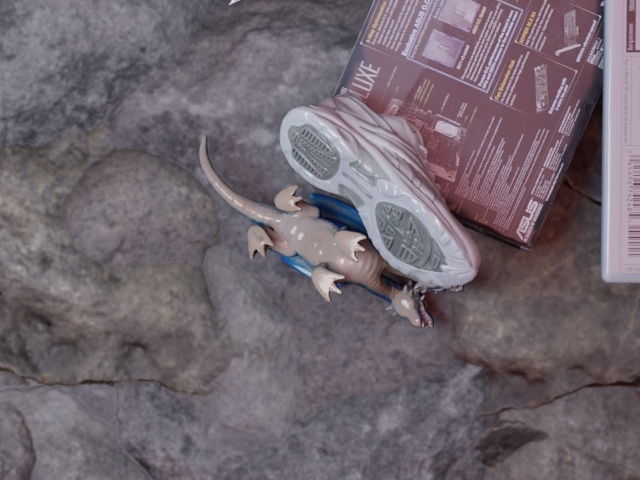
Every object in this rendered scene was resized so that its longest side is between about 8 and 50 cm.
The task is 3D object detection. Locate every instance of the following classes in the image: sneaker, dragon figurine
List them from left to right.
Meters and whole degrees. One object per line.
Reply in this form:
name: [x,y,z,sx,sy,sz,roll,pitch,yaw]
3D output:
dragon figurine: [0.000,0.000,1.704,0.289,0.144,0.085,29,95,20]
sneaker: [0.077,-0.060,1.609,0.232,0.090,0.115,46,49,7]

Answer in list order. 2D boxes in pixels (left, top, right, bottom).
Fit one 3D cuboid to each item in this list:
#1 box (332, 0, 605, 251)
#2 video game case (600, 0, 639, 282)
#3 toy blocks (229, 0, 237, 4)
box: [0.157,-0.174,1.696,0.242,0.076,0.307,23,93,1]
video game case: [0.420,-0.122,1.632,0.300,0.036,0.328,0,93,4]
toy blocks: [-0.022,-0.396,1.650,0.289,0.309,0.260,-23,124,14]
